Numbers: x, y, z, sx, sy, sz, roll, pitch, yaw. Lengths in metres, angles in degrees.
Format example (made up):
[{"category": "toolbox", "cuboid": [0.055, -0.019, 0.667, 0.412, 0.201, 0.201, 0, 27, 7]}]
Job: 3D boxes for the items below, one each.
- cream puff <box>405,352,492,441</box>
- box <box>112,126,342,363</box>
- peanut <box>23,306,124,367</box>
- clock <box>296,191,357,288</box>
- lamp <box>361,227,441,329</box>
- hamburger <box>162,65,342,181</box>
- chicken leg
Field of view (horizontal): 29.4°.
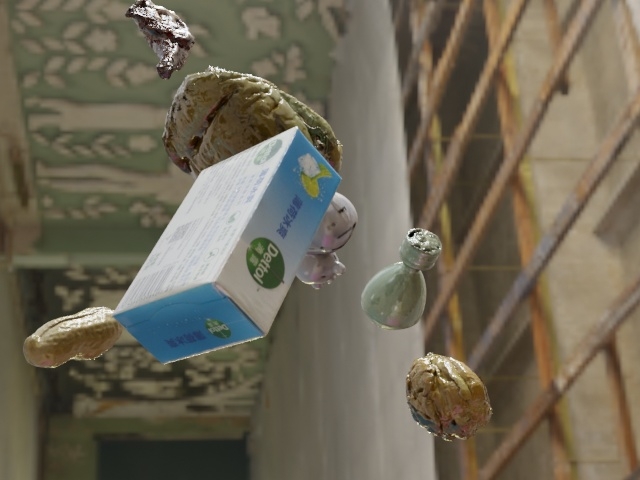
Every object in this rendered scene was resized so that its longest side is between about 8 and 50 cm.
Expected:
[{"category": "cream puff", "cuboid": [0.169, 0.214, 1.668, 0.133, 0.104, 0.119, 45, -4, 19]}, {"category": "box", "cuboid": [-0.079, 0.005, 1.077, 0.139, 0.073, 0.194, -19, -147, 42]}, {"category": "peanut", "cuboid": [-0.385, 0.156, 1.910, 0.080, 0.174, 0.080, 18, -65, 43]}, {"category": "clock", "cuboid": [0.000, 0.000, 1.788, 0.080, 0.117, 0.176, -45, -179, -38]}, {"category": "lamp", "cuboid": [0.135, 0.066, 1.971, 0.106, 0.106, 0.193, -97, -155, -48]}, {"category": "hamburger", "cuboid": [-0.082, -0.097, 1.365, 0.130, 0.206, 0.183, -62, -171, -31]}, {"category": "chicken leg", "cuboid": [-0.221, -0.280, 1.704, 0.053, 0.093, 0.205, -57, -135, 18]}]
